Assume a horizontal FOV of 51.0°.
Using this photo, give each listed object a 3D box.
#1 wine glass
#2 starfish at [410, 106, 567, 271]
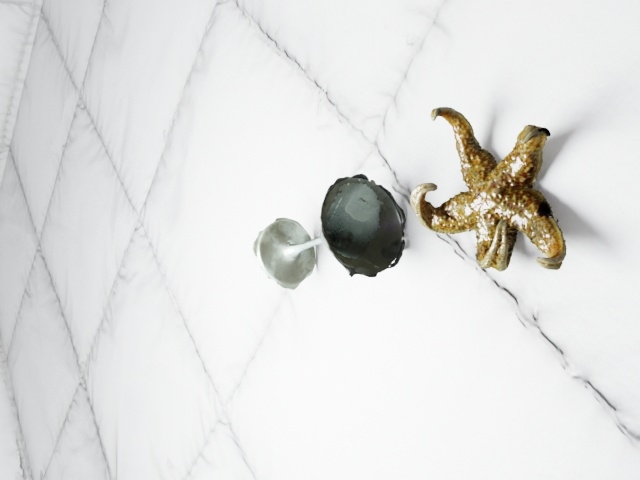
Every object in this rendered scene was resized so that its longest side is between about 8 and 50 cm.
[{"bbox_3d":[0.000,0.000,0.804,0.183,0.122,0.122,-20,72,53],"label":"wine glass"},{"bbox_3d":[0.166,-0.045,0.624,0.190,0.074,0.146,43,122,44],"label":"starfish"}]
